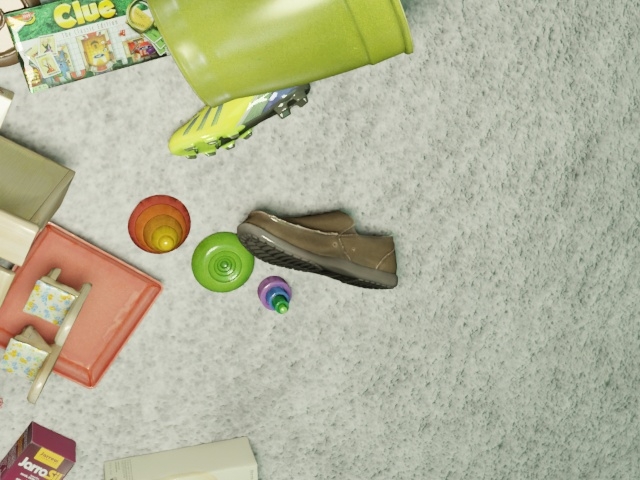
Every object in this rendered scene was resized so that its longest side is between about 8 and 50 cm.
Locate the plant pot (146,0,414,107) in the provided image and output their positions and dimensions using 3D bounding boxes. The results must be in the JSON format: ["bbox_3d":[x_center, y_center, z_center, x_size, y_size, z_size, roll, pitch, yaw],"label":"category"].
[{"bbox_3d":[-0.083,-0.397,1.349,0.353,0.366,0.366,-26,115,5],"label":"plant pot"}]

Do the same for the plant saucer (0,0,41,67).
[{"bbox_3d":[-0.548,-0.371,1.365,0.168,0.029,0.168,-6,110,-16],"label":"plant saucer"}]

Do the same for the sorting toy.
[{"bbox_3d":[-0.198,0.049,1.574,0.365,0.126,0.127,33,97,-24],"label":"sorting toy"}]

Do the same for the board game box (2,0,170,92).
[{"bbox_3d":[-0.390,-0.353,1.404,0.260,0.030,0.136,-21,112,-17],"label":"board game box"}]

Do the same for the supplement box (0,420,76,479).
[{"bbox_3d":[-0.583,0.469,1.628,0.104,0.081,0.188,36,95,-25],"label":"supplement box"}]

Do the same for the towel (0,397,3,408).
[{"bbox_3d":[-0.717,0.212,1.417,0.329,0.237,0.037,31,75,-24],"label":"towel"}]

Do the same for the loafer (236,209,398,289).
[{"bbox_3d":[0.000,0.000,1.633,0.366,0.134,0.130,19,75,-32],"label":"loafer"}]

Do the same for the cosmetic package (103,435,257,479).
[{"bbox_3d":[-0.291,0.532,1.727,0.309,0.113,0.160,-7,111,-14],"label":"cosmetic package"}]

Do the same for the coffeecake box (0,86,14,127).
[{"bbox_3d":[-0.632,-0.216,1.371,0.185,0.068,0.142,23,103,-23],"label":"coffeecake box"}]

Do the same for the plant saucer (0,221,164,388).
[{"bbox_3d":[-0.475,0.122,1.556,0.258,0.048,0.259,32,96,-25],"label":"plant saucer"}]

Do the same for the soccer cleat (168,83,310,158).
[{"bbox_3d":[-0.158,-0.250,1.514,0.289,0.093,0.121,-28,85,-1],"label":"soccer cleat"}]

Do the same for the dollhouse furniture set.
[{"bbox_3d":[-0.566,0.061,1.315,0.362,0.256,0.394,26,109,-12],"label":"dollhouse furniture set"}]
